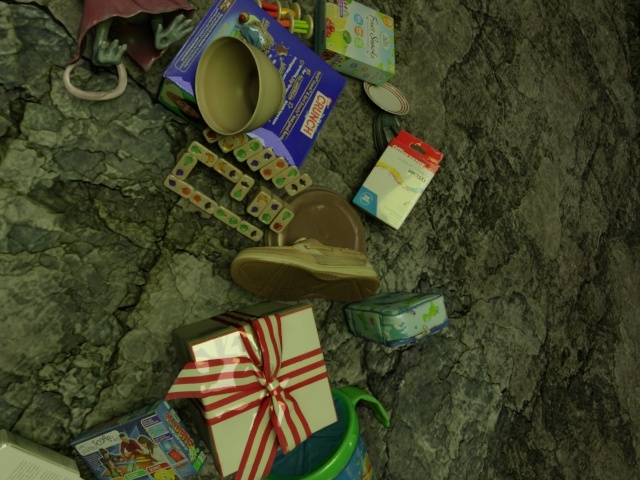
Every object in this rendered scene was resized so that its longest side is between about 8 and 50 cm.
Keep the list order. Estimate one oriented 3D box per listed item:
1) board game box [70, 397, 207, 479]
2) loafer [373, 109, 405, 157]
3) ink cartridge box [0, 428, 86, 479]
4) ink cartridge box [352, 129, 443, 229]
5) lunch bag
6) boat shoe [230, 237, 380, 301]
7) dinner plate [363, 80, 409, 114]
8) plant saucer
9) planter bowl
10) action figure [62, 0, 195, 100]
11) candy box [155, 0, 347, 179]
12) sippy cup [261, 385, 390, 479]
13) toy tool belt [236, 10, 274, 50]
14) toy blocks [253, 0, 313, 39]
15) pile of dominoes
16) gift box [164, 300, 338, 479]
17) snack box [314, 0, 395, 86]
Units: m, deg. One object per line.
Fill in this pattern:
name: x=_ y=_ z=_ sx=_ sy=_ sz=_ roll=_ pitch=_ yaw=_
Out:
board game box: x=-0.317 y=0.365 z=0.713 sx=0.201 sy=0.035 sz=0.136 roll=-25 pitch=101 yaw=17
loafer: x=0.214 y=-0.222 z=1.093 sx=0.096 sy=0.084 sz=0.267 roll=-13 pitch=92 yaw=-29
ink cartridge box: x=-0.490 y=0.492 z=0.636 sx=0.261 sy=0.066 sz=0.296 roll=48 pitch=64 yaw=-29
ink cartridge box: x=0.195 y=-0.155 z=1.015 sx=0.134 sy=0.078 sz=0.231 roll=33 pitch=92 yaw=5
lunch bag: x=0.176 y=0.175 z=0.962 sx=0.176 sy=0.219 sz=0.090 roll=-15 pitch=94 yaw=-29
boat shoe: x=-0.033 y=0.058 z=0.889 sx=0.341 sy=0.121 sz=0.110 roll=12 pitch=43 yaw=-30
dinner plate: x=0.174 y=-0.382 z=1.099 sx=0.141 sy=0.017 sz=0.141 roll=15 pitch=51 yaw=-19
plant saucer: x=0.000 y=0.000 z=0.986 sx=0.278 sy=0.041 sz=0.277 roll=3 pitch=84 yaw=-29
planter bowl: x=-0.132 y=-0.274 z=0.749 sx=0.109 sy=0.162 sz=0.162 roll=-17 pitch=94 yaw=-52
action figure: x=-0.409 y=-0.489 z=0.764 sx=0.370 sy=0.276 sz=0.248 roll=53 pitch=33 yaw=5
candy box: x=-0.138 y=-0.328 z=0.893 sx=0.317 sy=0.122 sz=0.268 roll=33 pitch=71 yaw=-20
sippy cup: x=0.006 y=0.469 z=0.857 sx=0.306 sy=0.240 sz=0.224 roll=-23 pitch=112 yaw=11
toy tool belt: x=-0.136 y=-0.405 z=0.805 sx=0.083 sy=0.052 sz=0.051 roll=43 pitch=57 yaw=-16
toy blocks: x=-0.107 y=-0.508 z=0.938 sx=0.148 sy=0.054 sz=0.123 roll=-11 pitch=52 yaw=-29
pile of dominoes: x=-0.164 y=-0.113 z=0.843 sx=0.251 sy=0.040 sz=0.196 roll=33 pitch=110 yaw=-22
gift box: x=-0.142 y=0.266 z=0.763 sx=0.277 sy=0.258 sz=0.255 roll=-20 pitch=94 yaw=-29
snack box: x=0.089 y=-0.514 z=1.051 sx=0.207 sy=0.070 sz=0.174 roll=7 pitch=76 yaw=-28
